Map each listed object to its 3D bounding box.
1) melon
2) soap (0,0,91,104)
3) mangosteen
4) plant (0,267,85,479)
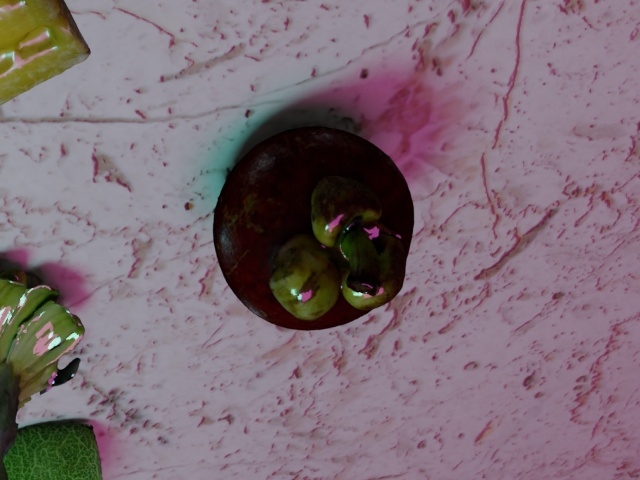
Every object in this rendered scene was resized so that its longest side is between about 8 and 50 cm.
[{"bbox_3d":[-0.366,0.341,2.169,0.129,0.169,0.265,22,121,-43],"label":"melon"},{"bbox_3d":[-0.367,-0.190,1.550,0.281,0.143,0.259,-25,148,0],"label":"soap"},{"bbox_3d":[0.000,0.000,1.901,0.215,0.257,0.215,-5,113,-12],"label":"mangosteen"},{"bbox_3d":[-0.352,0.173,1.965,0.261,0.297,0.305,-33,139,-47],"label":"plant"}]
